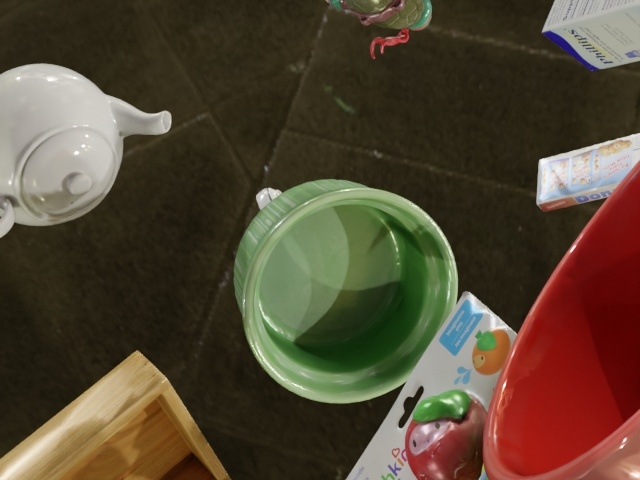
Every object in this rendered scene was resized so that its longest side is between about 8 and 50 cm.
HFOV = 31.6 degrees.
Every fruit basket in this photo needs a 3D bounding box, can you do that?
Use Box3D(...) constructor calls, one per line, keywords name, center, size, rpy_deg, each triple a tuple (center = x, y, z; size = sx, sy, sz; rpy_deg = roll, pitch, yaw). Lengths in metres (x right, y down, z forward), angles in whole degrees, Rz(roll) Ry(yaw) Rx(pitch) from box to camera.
Box3D(name="fruit basket", center=(0.162, 0.267, 1.241), size=(0.327, 0.165, 0.353), rpy_deg=(-59, 42, 12))

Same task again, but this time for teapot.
Box3D(name="teapot", center=(-0.383, -0.113, 1.595), size=(0.187, 0.253, 0.256), rpy_deg=(42, 114, 42))

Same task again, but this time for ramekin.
Box3D(name="ramekin", center=(0.024, 0.059, 1.574), size=(0.304, 0.148, 0.303), rpy_deg=(-5, 107, -16))

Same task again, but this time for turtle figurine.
Box3D(name="turtle figurine", center=(0.066, -0.293, 1.238), size=(0.175, 0.234, 0.118), rpy_deg=(-28, 59, 27))

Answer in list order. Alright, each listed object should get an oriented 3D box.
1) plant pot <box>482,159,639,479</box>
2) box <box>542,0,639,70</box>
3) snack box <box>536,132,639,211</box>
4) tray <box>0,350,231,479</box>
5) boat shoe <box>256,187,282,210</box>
Box3D(name="plant pot", center=(0.257, 0.073, 0.556), size=(0.243, 0.275, 0.275), rpy_deg=(34, 75, -3))
Box3D(name="box", center=(0.288, -0.234, 1.024), size=(0.072, 0.137, 0.126), rpy_deg=(31, 75, -25))
Box3D(name="snack box", center=(0.329, -0.082, 1.282), size=(0.178, 0.022, 0.064), rpy_deg=(-14, 54, 36))
Box3D(name="tray", center=(-0.308, 0.325, 1.236), size=(0.411, 0.202, 0.076), rpy_deg=(-38, 44, -16))
Box3D(name="boat shoe", center=(0.000, 0.000, 1.831), size=(0.084, 0.095, 0.258), rpy_deg=(-43, 77, 11))
